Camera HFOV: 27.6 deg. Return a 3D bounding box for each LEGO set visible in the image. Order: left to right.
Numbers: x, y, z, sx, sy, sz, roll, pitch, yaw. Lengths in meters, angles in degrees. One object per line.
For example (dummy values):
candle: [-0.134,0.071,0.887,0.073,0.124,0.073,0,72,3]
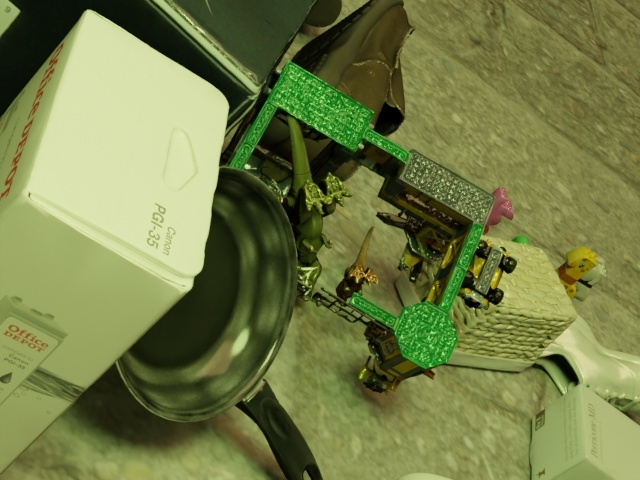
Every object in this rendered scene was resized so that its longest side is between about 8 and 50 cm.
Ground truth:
LEGO set: [0.000,0.000,1.260,0.331,0.192,0.255,23,67,-12]
LEGO set: [0.279,0.017,1.596,0.227,0.093,0.087,29,36,-26]

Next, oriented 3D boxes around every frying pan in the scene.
frying pan: [-0.059,0.070,1.043,0.326,0.053,0.197,43,67,-46]

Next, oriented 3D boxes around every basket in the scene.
basket: [0.184,0.066,1.423,0.167,0.103,0.113,10,46,-43]

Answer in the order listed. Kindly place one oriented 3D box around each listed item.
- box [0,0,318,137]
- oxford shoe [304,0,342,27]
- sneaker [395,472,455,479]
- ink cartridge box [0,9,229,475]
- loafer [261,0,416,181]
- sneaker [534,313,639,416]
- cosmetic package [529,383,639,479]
box: [-0.244,-0.301,1.134,0.480,0.297,0.471,42,34,-12]
oxford shoe: [-0.079,-0.322,1.593,0.212,0.076,0.076,26,8,-26]
sneaker: [0.184,0.308,1.103,0.296,0.104,0.147,16,41,6]
ink cartridge box: [-0.196,0.015,0.864,0.117,0.283,0.207,32,35,-22]
loafer: [0.033,-0.170,1.505,0.130,0.134,0.366,51,36,-13]
sneaker: [0.325,0.168,1.520,0.212,0.080,0.094,33,46,-9]
cosmetic package: [0.335,0.269,1.398,0.231,0.085,0.117,37,33,-18]
